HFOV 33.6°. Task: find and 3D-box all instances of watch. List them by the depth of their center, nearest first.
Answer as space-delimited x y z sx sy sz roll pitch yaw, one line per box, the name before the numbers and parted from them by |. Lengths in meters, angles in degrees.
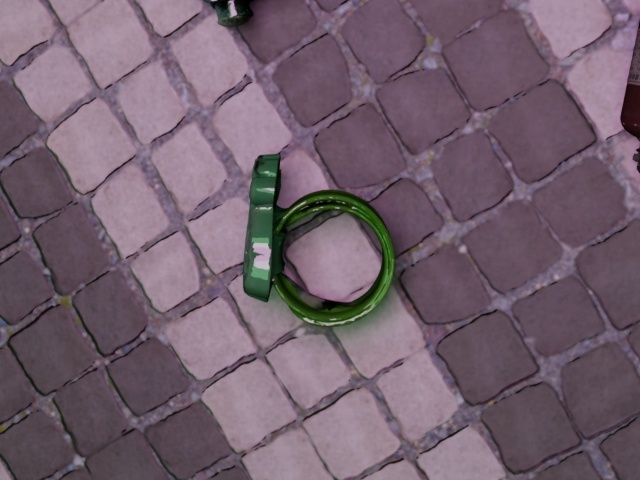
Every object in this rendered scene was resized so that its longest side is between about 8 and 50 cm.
watch | 0.000 0.000 1.057 0.152 0.131 0.165 7 95 2

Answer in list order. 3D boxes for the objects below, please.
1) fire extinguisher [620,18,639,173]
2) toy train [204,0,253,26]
fire extinguisher | 0.326 -0.153 0.975 0.071 0.099 0.231 8 96 -13
toy train | -0.076 -0.348 1.062 0.157 0.105 0.253 -13 91 0
